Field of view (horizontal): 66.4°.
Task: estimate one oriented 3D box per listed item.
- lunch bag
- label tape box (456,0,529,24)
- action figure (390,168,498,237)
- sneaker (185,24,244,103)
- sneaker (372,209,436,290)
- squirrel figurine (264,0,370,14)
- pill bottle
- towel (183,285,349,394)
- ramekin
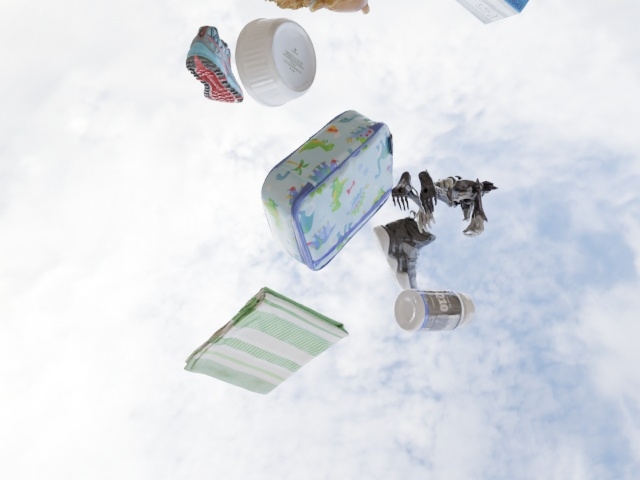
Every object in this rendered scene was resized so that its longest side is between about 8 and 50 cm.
[{"bbox_3d":[0.021,-0.073,0.728,0.090,0.176,0.219,31,-119,29],"label":"lunch bag"},{"bbox_3d":[0.457,-0.769,1.461,0.115,0.249,0.348,-57,-166,8],"label":"label tape box"},{"bbox_3d":[0.276,-0.078,1.066,0.164,0.275,0.141,2,-91,47],"label":"action figure"},{"bbox_3d":[-0.243,-0.428,1.203,0.104,0.262,0.125,7,-98,4],"label":"sneaker"},{"bbox_3d":[0.258,0.042,1.363,0.153,0.269,0.101,-30,-151,-1],"label":"sneaker"},{"bbox_3d":[0.011,-0.754,1.275,0.280,0.371,0.396,-17,-176,-34],"label":"squirrel figurine"},{"bbox_3d":[0.209,0.126,0.888,0.137,0.078,0.078,4,-132,-30],"label":"pill bottle"},{"bbox_3d":[-0.124,0.243,1.101,0.325,0.247,0.038,-43,-146,29],"label":"towel"},{"bbox_3d":[-0.124,-0.557,1.515,0.127,0.273,0.273,3,-122,38],"label":"ramekin"}]
